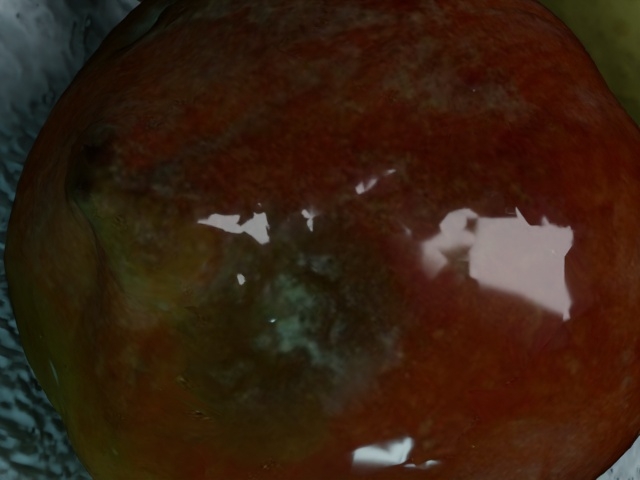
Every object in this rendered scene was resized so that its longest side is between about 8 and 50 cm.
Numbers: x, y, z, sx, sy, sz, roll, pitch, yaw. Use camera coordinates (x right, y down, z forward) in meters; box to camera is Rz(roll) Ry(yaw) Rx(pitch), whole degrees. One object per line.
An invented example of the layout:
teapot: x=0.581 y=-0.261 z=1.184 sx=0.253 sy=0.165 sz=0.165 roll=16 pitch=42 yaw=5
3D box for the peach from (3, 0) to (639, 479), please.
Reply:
peach: x=0.000 y=0.000 z=0.668 sx=0.256 sy=0.232 sz=0.232 roll=31 pitch=60 yaw=-60

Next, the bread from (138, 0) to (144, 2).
bread: x=-0.067 y=-0.202 z=0.734 sx=0.105 sy=0.076 sz=0.233 roll=11 pitch=83 yaw=-45

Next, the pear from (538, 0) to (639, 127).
pear: x=0.212 y=-0.164 z=0.849 sx=0.348 sy=0.348 sz=0.348 roll=10 pitch=76 yaw=-46
